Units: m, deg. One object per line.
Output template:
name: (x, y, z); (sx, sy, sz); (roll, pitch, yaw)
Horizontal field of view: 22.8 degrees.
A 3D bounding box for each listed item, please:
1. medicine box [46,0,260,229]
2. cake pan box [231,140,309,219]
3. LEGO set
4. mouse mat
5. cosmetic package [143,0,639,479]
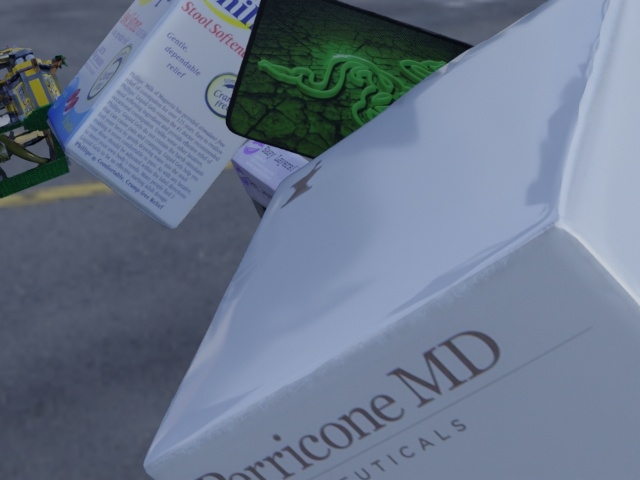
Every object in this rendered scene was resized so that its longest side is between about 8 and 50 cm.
medicine box: (-0.147, -0.187, 1.724); (0.149, 0.289, 0.263); (37, 1, -18)
cake pan box: (0.000, 0.000, 2.082); (0.070, 0.245, 0.267); (-33, 33, -13)
LEGO set: (-0.462, -0.160, 1.946); (0.331, 0.192, 0.255); (-25, -18, -3)
mouse mat: (0.026, -0.123, 1.315); (0.190, 0.152, 0.007); (17, 35, -4)
cosmetic package: (0.170, 0.105, 1.019); (0.329, 0.393, 0.327); (-33, 20, 34)
